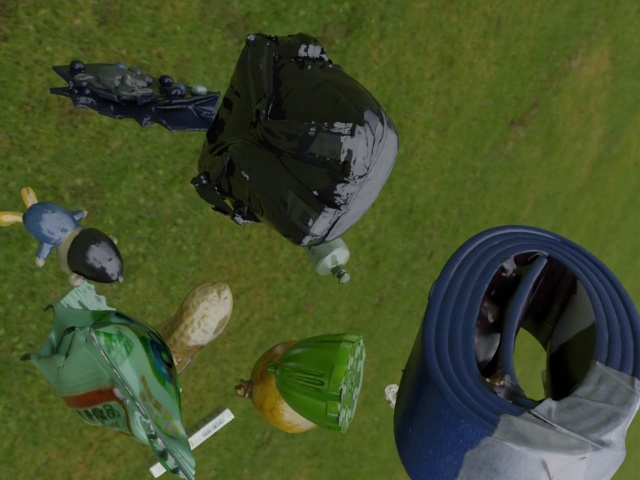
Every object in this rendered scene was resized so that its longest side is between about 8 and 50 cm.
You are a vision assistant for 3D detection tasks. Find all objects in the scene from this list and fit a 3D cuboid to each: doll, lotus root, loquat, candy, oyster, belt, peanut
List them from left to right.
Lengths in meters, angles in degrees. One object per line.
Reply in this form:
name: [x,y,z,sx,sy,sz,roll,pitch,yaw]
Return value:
doll: [-0.333,0.002,1.076,0.102,0.179,0.089,-54,178,-28]
candy: [-0.283,0.200,1.175,0.172,0.398,0.263,-45,107,-16]
peanut: [-0.237,0.162,1.448,0.098,0.103,0.229,19,126,-44]
loquat: [-0.078,0.342,1.898,0.213,0.246,0.214,176,-90,-85]
lotus root: [-0.019,0.246,1.473,0.186,0.186,0.186,-38,138,-45]
oyster: [0.163,0.304,1.625,0.083,0.038,0.081,43,69,-16]
belt: [0.195,0.119,0.794,0.347,0.212,0.117,-55,163,-55]

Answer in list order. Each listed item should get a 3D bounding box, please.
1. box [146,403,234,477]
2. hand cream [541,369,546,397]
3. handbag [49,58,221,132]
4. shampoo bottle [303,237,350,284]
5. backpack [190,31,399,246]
box: [-0.232,0.352,1.444,0.167,0.024,0.090,-36,-176,-15]
hand cream: [0.342,0.170,0.940,0.057,0.165,0.037,-72,162,-61]
handbag: [-0.407,-0.324,1.787,0.269,0.325,0.118,-26,130,-66]
shampoo bottle: [0.000,0.000,1.835,0.087,0.234,0.118,-23,155,-17]
backpack: [-0.045,-0.169,1.417,0.254,0.445,0.363,14,105,-38]
